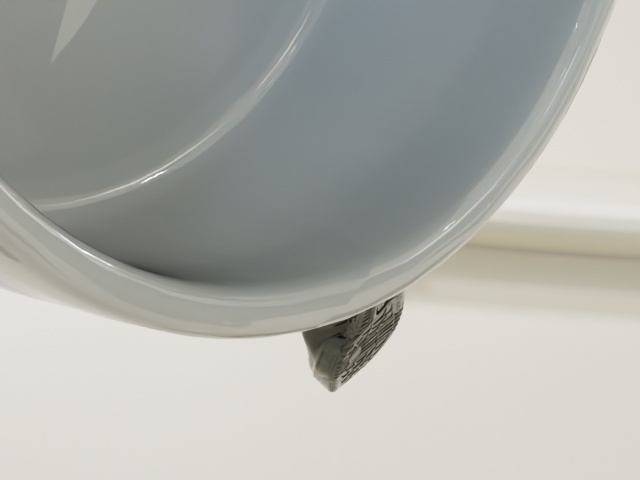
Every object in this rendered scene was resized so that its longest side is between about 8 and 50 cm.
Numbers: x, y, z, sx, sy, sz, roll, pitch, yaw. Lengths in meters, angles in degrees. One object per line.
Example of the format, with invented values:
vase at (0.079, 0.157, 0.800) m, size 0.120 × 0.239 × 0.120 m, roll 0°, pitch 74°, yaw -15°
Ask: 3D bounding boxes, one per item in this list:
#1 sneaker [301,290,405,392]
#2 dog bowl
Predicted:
sneaker at (-0.002, 0.002, 0.946) m, size 0.089 × 0.051 × 0.170 m, roll 41°, pitch -28°, yaw 16°
dog bowl at (-0.036, -0.115, 0.445) m, size 0.104 × 0.265 × 0.265 m, roll 11°, pitch -25°, yaw 41°
